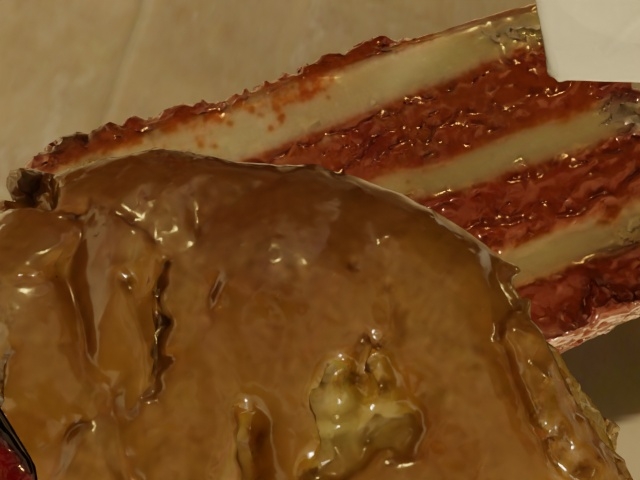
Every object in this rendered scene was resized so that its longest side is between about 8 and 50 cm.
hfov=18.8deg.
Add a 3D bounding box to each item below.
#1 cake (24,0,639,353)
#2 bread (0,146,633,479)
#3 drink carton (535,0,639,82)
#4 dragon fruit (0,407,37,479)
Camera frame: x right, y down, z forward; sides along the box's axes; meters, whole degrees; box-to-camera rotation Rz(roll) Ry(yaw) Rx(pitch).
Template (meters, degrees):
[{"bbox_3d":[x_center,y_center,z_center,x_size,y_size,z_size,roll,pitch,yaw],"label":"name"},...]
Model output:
[{"bbox_3d":[0.000,0.000,0.802,0.262,0.159,0.158,-27,79,32],"label":"cake"},{"bbox_3d":[0.002,0.061,0.583,0.260,0.160,0.147,27,88,9],"label":"bread"},{"bbox_3d":[0.188,-0.189,0.571,0.194,0.324,0.132,3,136,24],"label":"drink carton"},{"bbox_3d":[-0.104,0.074,0.420,0.192,0.122,0.092,32,159,12],"label":"dragon fruit"}]
